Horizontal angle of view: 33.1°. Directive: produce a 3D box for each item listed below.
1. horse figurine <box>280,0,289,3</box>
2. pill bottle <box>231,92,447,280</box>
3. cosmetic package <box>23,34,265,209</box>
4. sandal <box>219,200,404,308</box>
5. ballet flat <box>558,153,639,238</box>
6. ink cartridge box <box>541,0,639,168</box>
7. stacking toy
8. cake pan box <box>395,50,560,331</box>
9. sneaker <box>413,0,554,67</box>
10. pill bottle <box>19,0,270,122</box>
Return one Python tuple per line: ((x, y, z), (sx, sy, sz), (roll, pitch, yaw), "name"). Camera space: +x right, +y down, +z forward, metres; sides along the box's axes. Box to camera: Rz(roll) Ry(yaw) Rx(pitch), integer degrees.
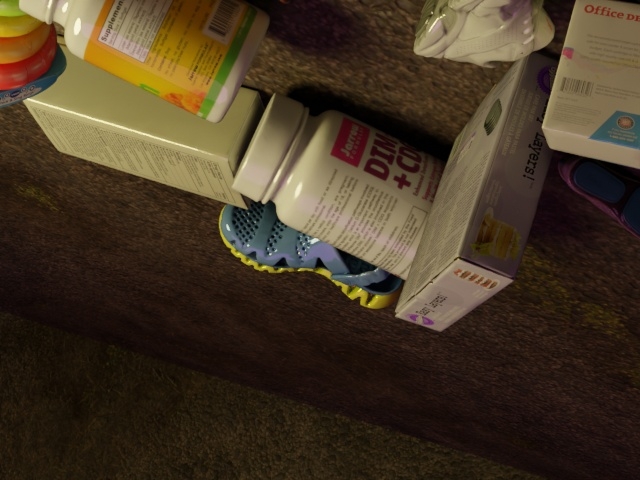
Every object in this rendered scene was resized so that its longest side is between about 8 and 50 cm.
((-0.114, -0.315, 1.027), (0.174, 0.066, 0.263), (27, 164, 8), "horse figurine")
((0.042, -0.067, 1.363), (0.283, 0.160, 0.160), (24, 160, -8), "pill bottle")
((-0.231, -0.161, 1.480), (0.309, 0.113, 0.160), (17, 160, 13), "cosmetic package")
((0.000, 0.000, 1.664), (0.317, 0.126, 0.138), (17, 158, -10), "sandal")
((0.347, -0.054, 1.258), (0.168, 0.057, 0.052), (34, -175, -20), "ballet flat")
((0.264, -0.149, 0.965), (0.092, 0.143, 0.090), (16, 177, 18), "ink cartridge box")
((-0.366, -0.303, 1.231), (0.166, 0.175, 0.302), (53, 142, 12), "stacking toy")
((0.171, -0.042, 1.166), (0.070, 0.246, 0.267), (24, 160, -3), "cake pan box")
((0.169, -0.219, 0.971), (0.115, 0.090, 0.232), (18, 170, -8), "sneaker")
((-0.191, -0.239, 1.166), (0.246, 0.136, 0.136), (26, 160, -10), "pill bottle")
